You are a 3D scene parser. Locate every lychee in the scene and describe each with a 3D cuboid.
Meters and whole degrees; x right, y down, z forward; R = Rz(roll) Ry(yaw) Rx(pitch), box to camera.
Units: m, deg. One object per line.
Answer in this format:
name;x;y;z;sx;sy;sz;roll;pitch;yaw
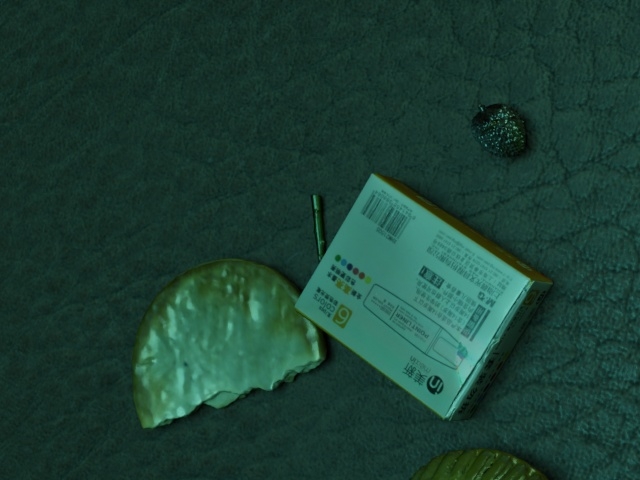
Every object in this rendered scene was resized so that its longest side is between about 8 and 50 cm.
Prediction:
lychee;0.227;-0.143;1.916;0.067;0.068;0.083;-31;86;-21

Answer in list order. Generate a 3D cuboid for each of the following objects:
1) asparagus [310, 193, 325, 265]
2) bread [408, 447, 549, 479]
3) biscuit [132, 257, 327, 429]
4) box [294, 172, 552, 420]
asparagus;0.000;0.000;2.050;0.015;0.018;0.127;-5;83;-13
bread;0.190;0.367;1.839;0.240;0.139;0.240;-2;85;25
biscuit;-0.140;0.131;2.097;0.309;0.040;0.204;-23;74;24
box;0.128;0.072;1.932;0.274;0.091;0.220;38;103;26
